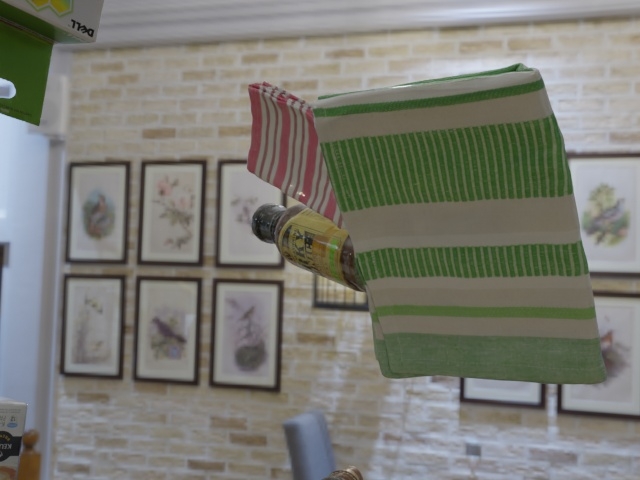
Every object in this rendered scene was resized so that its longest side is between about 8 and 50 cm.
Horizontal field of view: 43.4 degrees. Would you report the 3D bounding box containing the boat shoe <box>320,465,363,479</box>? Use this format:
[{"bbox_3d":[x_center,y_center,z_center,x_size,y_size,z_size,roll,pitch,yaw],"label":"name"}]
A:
[{"bbox_3d":[0.041,0.595,1.582,0.123,0.323,0.120,16,19,23],"label":"boat shoe"}]

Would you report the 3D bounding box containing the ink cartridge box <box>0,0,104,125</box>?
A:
[{"bbox_3d":[-0.409,-0.304,1.110,0.097,0.255,0.189,6,-6,33],"label":"ink cartridge box"}]

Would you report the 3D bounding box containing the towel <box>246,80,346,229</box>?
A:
[{"bbox_3d":[-0.028,-0.112,1.056,0.029,0.144,0.197,-27,46,-37],"label":"towel"}]

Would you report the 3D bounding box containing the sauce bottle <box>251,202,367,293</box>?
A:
[{"bbox_3d":[0.000,0.000,1.279,0.111,0.111,0.344,4,7,-33],"label":"sauce bottle"}]

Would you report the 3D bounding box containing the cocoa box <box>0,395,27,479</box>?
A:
[{"bbox_3d":[-0.751,0.400,1.536,0.231,0.227,0.347,14,-11,-42],"label":"cocoa box"}]

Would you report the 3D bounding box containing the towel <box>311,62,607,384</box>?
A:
[{"bbox_3d":[0.132,-0.001,0.796,0.248,0.324,0.038,-3,23,31],"label":"towel"}]
